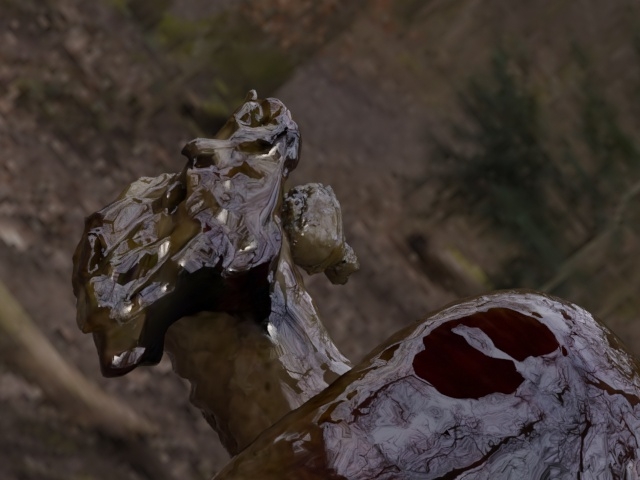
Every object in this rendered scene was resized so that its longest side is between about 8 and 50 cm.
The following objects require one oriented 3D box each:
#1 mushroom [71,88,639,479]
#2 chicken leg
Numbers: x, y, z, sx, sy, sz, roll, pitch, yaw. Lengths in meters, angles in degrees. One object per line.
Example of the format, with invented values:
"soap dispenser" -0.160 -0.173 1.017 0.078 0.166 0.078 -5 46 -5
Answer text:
"mushroom" 0.011 0.158 1.058 0.356 0.331 0.334 19 -35 23
"chicken leg" 0.003 -0.002 1.855 0.085 0.069 0.198 63 6 21
